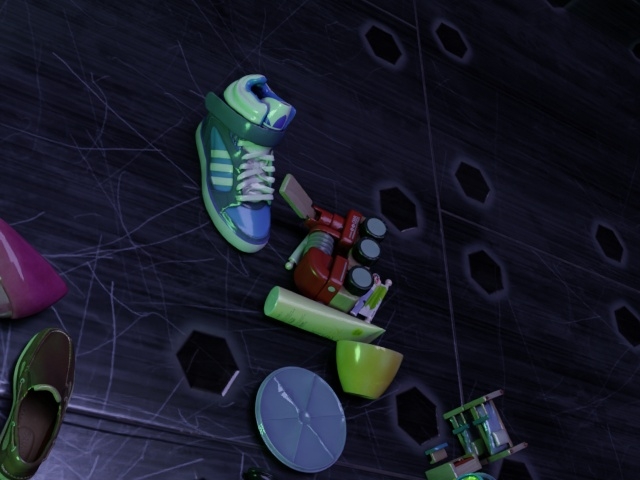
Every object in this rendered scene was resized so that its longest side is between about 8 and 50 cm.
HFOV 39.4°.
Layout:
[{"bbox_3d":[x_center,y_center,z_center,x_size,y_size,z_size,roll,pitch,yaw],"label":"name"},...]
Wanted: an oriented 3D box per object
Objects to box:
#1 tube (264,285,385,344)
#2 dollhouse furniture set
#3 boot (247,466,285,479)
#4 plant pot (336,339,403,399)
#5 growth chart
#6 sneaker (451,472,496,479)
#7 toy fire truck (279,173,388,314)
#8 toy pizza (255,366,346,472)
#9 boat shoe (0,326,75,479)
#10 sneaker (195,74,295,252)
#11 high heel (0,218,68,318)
[{"bbox_3d":[0.006,0.159,1.771,0.240,0.070,0.062,24,89,-23],"label":"tube"},{"bbox_3d":[0.302,0.403,1.827,0.183,0.129,0.129,-9,69,-44],"label":"dollhouse furniture set"},{"bbox_3d":[-0.085,0.456,1.526,0.121,0.045,0.099,36,48,-18],"label":"boot"},{"bbox_3d":[0.087,0.258,1.756,0.134,0.134,0.095,21,76,-29],"label":"plant pot"},{"bbox_3d":[0.039,0.079,1.897,0.237,0.021,0.172,39,46,-13],"label":"growth chart"},{"bbox_3d":[0.334,0.510,1.721,0.319,0.127,0.208,-33,111,-60],"label":"sneaker"},{"bbox_3d":[0.000,0.000,1.809,0.246,0.158,0.217,26,49,-9],"label":"toy fire truck"},{"bbox_3d":[-0.038,0.332,1.655,0.201,0.032,0.201,21,52,-28],"label":"toy pizza"},{"bbox_3d":[-0.414,0.238,1.347,0.095,0.095,0.258,25,49,-27],"label":"boat shoe"},{"bbox_3d":[-0.130,-0.166,1.754,0.130,0.236,0.323,0,63,-40],"label":"sneaker"},{"bbox_3d":[-0.531,-0.057,1.399,0.181,0.127,0.377,-17,95,-36],"label":"high heel"}]
